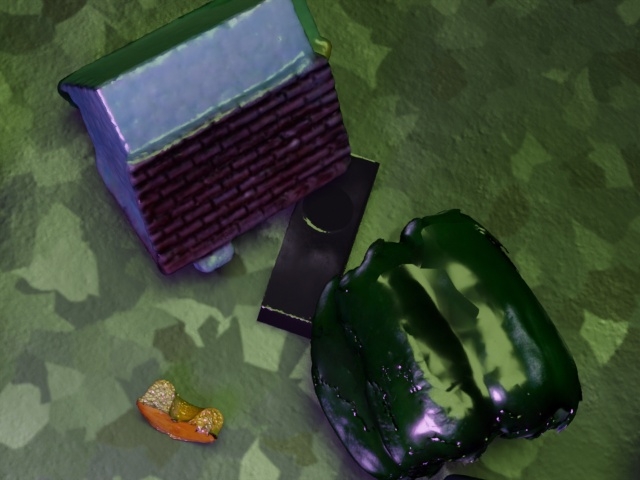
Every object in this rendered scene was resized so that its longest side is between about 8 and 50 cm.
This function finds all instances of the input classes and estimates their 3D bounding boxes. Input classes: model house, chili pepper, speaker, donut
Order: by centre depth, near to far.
[{"bbox_3d":[0.128,0.111,1.352,0.249,0.233,0.256,-22,80,-26],"label":"chili pepper"},{"bbox_3d":[-0.144,0.182,1.380,0.083,0.067,0.038,2,44,28],"label":"donut"},{"bbox_3d":[-0.107,-0.121,1.448,0.281,0.230,0.248,-30,109,-15],"label":"model house"},{"bbox_3d":[0.000,0.000,1.481,0.082,0.044,0.218,19,67,0],"label":"speaker"}]

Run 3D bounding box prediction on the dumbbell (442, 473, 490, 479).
[{"bbox_3d":[0.121,0.395,1.289,0.143,0.156,0.316,44,66,-22],"label":"dumbbell"}]
